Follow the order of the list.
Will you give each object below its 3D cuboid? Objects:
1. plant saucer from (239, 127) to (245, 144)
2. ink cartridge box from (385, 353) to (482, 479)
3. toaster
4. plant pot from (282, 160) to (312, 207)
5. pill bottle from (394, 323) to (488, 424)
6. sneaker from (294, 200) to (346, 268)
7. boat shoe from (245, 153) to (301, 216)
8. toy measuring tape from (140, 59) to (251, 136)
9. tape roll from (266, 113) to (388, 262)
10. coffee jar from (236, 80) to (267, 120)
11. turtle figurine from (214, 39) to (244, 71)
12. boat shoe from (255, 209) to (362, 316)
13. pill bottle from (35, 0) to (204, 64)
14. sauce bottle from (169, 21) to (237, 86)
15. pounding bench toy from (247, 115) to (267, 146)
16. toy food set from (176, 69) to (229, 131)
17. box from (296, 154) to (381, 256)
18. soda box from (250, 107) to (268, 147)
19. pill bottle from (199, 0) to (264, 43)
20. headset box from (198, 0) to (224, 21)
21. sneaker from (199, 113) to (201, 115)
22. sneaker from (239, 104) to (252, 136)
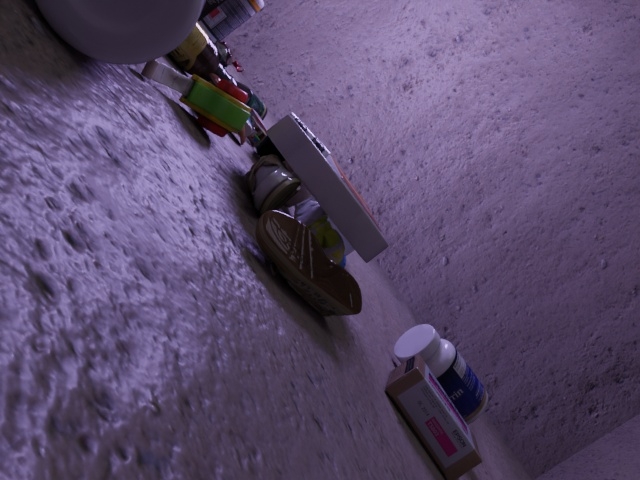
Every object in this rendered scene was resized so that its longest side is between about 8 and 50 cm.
[{"bbox_3d":[-0.207,-0.294,1.689,0.083,0.013,0.084,176,-90,-82],"label":"plant saucer"},{"bbox_3d":[0.244,0.377,1.392,0.235,0.088,0.193,56,6,5],"label":"ink cartridge box"},{"bbox_3d":[-0.082,-0.254,1.857,0.168,0.110,0.185,46,-33,-5],"label":"toaster"},{"bbox_3d":[-0.078,-0.154,1.732,0.109,0.109,0.096,-112,176,-64],"label":"plant pot"},{"bbox_3d":[0.319,0.359,1.708,0.265,0.153,0.153,52,7,-18],"label":"pill bottle"},{"bbox_3d":[0.000,0.000,1.660,0.240,0.091,0.126,-118,-172,-50],"label":"sneaker"},{"bbox_3d":[-0.111,-0.120,1.354,0.103,0.113,0.302,48,0,-3],"label":"boat shoe"},{"bbox_3d":[-0.225,-0.281,1.291,0.121,0.121,0.330,56,13,14],"label":"toy measuring tape"},{"bbox_3d":[0.017,-0.120,1.488,0.392,0.072,0.392,52,4,-5],"label":"tape roll"},{"bbox_3d":[-0.238,-0.438,2.051,0.096,0.079,0.184,33,2,15],"label":"coffee jar"},{"bbox_3d":[-0.329,-0.562,1.959,0.175,0.118,0.234,56,13,8],"label":"turtle figurine"},{"bbox_3d":[-0.032,0.057,1.145,0.285,0.089,0.105,47,36,-34],"label":"boat shoe"},{"bbox_3d":[-0.292,-0.417,1.005,0.229,0.229,0.408,51,7,-23],"label":"pill bottle"},{"bbox_3d":[-0.329,-0.490,1.591,0.344,0.111,0.111,48,10,-44],"label":"sauce bottle"},{"bbox_3d":[-0.194,-0.313,1.894,0.065,0.052,0.083,49,9,-39],"label":"pounding bench toy"},{"bbox_3d":[-0.256,-0.356,1.599,0.128,0.071,0.218,57,8,18],"label":"toy food set"},{"bbox_3d":[0.039,-0.115,2.030,0.215,0.168,0.345,52,8,-20],"label":"box"},{"bbox_3d":[-0.181,-0.319,1.986,0.183,0.058,0.063,57,7,12],"label":"soda box"},{"bbox_3d":[-0.330,-0.729,2.029,0.162,0.278,0.162,54,6,-9],"label":"pill bottle"},{"bbox_3d":[-0.344,-0.669,1.590,0.218,0.293,0.110,48,10,-40],"label":"headset box"},{"bbox_3d":[-0.267,-0.328,1.456,0.047,0.057,0.119,43,12,-51],"label":"sneaker"},{"bbox_3d":[-0.243,-0.372,1.806,0.152,0.058,0.085,55,11,-36],"label":"sneaker"}]
